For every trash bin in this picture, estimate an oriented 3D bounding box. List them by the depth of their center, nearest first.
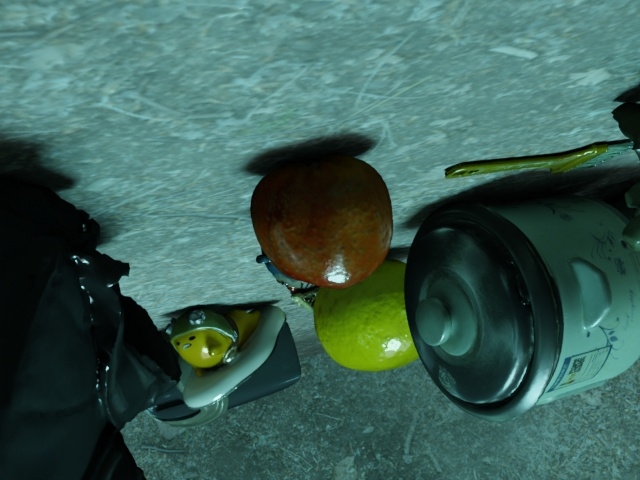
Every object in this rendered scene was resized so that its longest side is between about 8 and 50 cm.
[{"bbox_3d":[-0.199,0.246,1.857,0.290,0.182,0.209,-9,170,-44],"label":"trash bin"}]

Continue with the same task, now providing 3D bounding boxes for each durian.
[{"bbox_3d":[-0.015,0.110,1.668,0.066,0.052,0.130,-9,170,-1],"label":"durian"}]

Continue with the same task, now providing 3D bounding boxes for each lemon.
[{"bbox_3d":[0.082,0.112,1.463,0.207,0.170,0.170,-21,166,39],"label":"lemon"}]

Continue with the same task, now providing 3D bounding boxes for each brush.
[{"bbox_3d":[0.228,-0.081,1.036,0.218,0.010,0.082,-7,169,-24],"label":"brush"}]

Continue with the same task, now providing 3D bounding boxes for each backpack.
[{"bbox_3d":[-0.257,0.133,0.813,0.254,0.364,0.446,12,-179,-1],"label":"backpack"}]

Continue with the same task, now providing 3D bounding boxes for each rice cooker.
[{"bbox_3d":[0.247,0.074,1.201,0.316,0.264,0.316,-8,-179,0],"label":"rice cooker"}]

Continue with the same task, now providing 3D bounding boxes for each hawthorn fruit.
[{"bbox_3d":[0.001,-0.016,0.850,0.128,0.128,0.128,-12,170,-2],"label":"hawthorn fruit"}]

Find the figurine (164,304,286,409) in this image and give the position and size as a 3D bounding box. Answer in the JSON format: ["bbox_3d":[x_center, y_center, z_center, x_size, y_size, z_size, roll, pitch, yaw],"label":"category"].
[{"bbox_3d":[-0.174,0.148,1.647,0.166,0.141,0.250,-19,-156,34],"label":"figurine"}]

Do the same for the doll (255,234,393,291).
[{"bbox_3d":[0.000,0.000,1.022,0.151,0.086,0.114,-18,-167,-28],"label":"doll"}]

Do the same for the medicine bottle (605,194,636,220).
[{"bbox_3d":[0.472,0.046,1.354,0.245,0.245,0.306,-5,177,-34],"label":"medicine bottle"}]

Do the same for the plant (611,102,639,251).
[{"bbox_3d":[0.348,-0.049,0.771,0.213,0.215,0.312,8,167,-34],"label":"plant"}]
